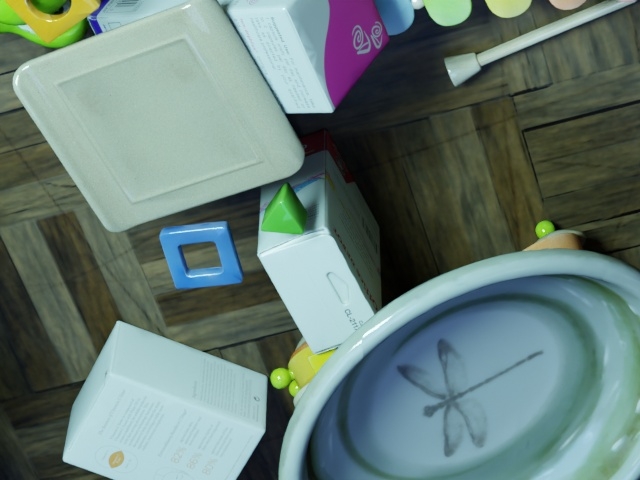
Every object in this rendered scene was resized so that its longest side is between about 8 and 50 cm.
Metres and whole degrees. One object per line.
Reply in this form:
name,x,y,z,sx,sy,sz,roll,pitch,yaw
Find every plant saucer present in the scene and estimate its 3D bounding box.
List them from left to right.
plant saucer,0.140,0.147,1.810,0.400,0.100,0.400,-13,132,-15

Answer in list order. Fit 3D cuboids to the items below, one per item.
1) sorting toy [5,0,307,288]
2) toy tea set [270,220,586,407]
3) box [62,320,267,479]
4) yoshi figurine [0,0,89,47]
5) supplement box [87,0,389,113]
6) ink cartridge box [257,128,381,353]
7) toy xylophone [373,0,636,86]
sorting toy,-0.135,-0.111,1.672,0.196,0.047,0.348,-19,121,21
toy tea set,0.103,0.070,1.923,0.336,0.124,0.200,-22,158,-5
box,-0.156,0.181,2.009,0.170,0.091,0.130,23,122,-14
yoshi figurine,-0.353,-0.261,1.662,0.362,0.203,0.203,14,112,-18
supplement box,-0.070,-0.183,1.700,0.220,0.111,0.114,1,130,38
ink cartridge box,0.000,0.000,1.835,0.072,0.175,0.127,-20,121,14
toy xylophone,0.161,-0.252,1.722,0.322,0.081,0.236,-25,120,17
